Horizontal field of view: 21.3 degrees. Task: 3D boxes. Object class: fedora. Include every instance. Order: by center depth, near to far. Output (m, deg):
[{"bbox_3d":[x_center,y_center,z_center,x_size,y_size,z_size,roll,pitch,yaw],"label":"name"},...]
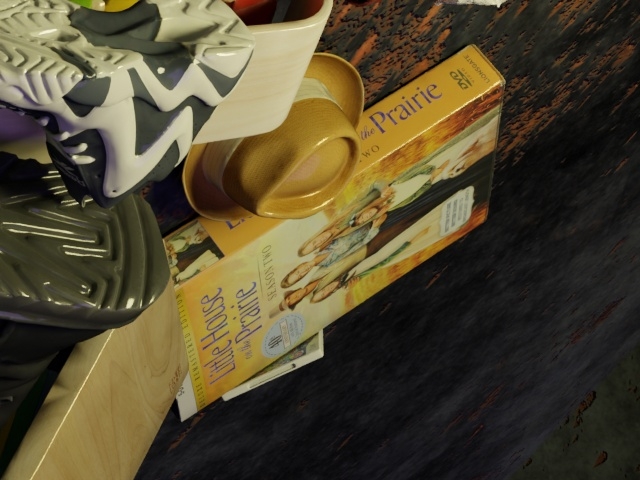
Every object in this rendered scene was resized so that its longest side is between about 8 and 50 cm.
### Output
[{"bbox_3d":[-0.027,-0.074,1.517,0.194,0.079,0.194,-26,143,-22],"label":"fedora"}]

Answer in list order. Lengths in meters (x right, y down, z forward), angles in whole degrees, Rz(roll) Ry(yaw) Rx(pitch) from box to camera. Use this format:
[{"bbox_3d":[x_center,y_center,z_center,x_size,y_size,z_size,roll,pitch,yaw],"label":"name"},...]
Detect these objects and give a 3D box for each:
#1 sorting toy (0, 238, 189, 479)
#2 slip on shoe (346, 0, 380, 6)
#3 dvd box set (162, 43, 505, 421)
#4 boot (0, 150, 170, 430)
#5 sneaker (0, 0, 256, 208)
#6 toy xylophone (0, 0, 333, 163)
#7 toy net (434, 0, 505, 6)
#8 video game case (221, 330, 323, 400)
[{"bbox_3d":[-0.218,0.147,1.487,0.257,0.089,0.255,89,25,-60],"label":"sorting toy"},{"bbox_3d":[0.022,-0.257,1.238,0.101,0.123,0.331,-35,163,1],"label":"slip on shoe"},{"bbox_3d":[0.000,0.000,1.755,0.420,0.062,0.307,-33,157,-15],"label":"dvd box set"},{"bbox_3d":[-0.375,0.076,1.225,0.367,0.146,0.445,21,142,-30],"label":"boot"},{"bbox_3d":[-0.164,-0.077,1.074,0.235,0.094,0.153,-14,141,-41],"label":"sneaker"},{"bbox_3d":[-0.119,-0.147,1.180,0.322,0.081,0.236,-4,144,-35],"label":"toy xylophone"},{"bbox_3d":[0.146,-0.239,1.391,0.122,0.045,0.232,-38,-162,19],"label":"toy net"},{"bbox_3d":[-0.053,0.131,1.883,0.122,0.011,0.087,-25,-162,8],"label":"video game case"}]
